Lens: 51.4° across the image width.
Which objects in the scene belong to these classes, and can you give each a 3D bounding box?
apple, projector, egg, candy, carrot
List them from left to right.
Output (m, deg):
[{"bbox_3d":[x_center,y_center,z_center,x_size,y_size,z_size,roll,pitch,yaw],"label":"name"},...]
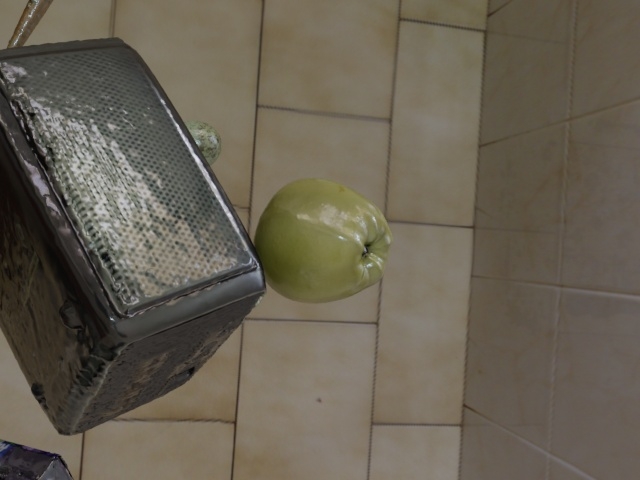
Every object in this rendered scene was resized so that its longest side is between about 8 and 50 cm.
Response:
[{"bbox_3d":[-0.429,0.270,0.802,0.312,0.061,0.088,6,126,24],"label":"candy"},{"bbox_3d":[-0.473,-0.405,1.123,0.049,0.049,0.254,25,79,-11],"label":"carrot"},{"bbox_3d":[-0.308,0.010,0.890,0.242,0.395,0.405,-20,73,-39],"label":"projector"},{"bbox_3d":[-0.223,-0.161,1.134,0.110,0.085,0.085,-3,91,7],"label":"egg"},{"bbox_3d":[0.000,0.000,0.960,0.200,0.200,0.200,0,90,-12],"label":"apple"}]
